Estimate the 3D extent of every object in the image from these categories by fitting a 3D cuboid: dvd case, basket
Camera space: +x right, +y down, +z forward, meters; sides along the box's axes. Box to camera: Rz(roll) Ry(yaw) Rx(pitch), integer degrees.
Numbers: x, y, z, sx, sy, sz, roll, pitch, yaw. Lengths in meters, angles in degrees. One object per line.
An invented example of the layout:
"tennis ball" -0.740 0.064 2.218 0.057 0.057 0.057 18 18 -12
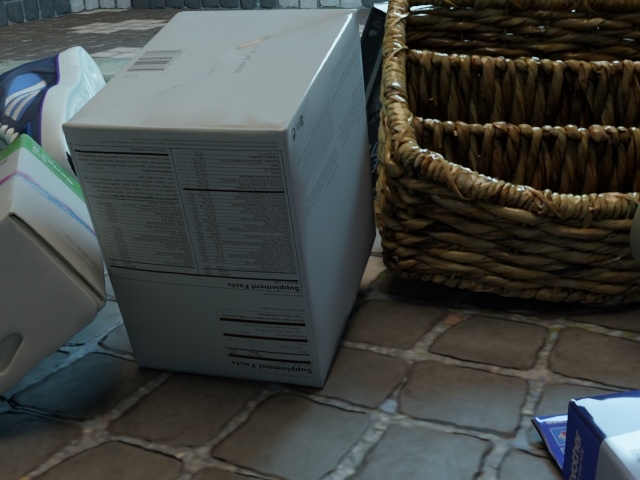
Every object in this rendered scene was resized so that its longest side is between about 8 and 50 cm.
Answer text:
"dvd case" 0.077 -0.145 0.886 0.029 0.238 0.179 35 38 23
"basket" 0.198 -0.087 0.697 0.299 0.223 0.213 4 25 0

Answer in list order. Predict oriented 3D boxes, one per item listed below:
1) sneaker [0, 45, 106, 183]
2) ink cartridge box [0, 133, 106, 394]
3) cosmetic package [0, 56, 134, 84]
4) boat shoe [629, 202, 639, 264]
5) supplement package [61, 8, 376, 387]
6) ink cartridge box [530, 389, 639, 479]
"sneaker" -0.400 -0.122 1.084 0.236 0.130 0.323 -24 39 5
"ink cartridge box" -0.242 0.024 0.595 0.154 0.093 0.212 -40 28 1
"cosmetic package" -0.376 -0.220 1.300 0.309 0.113 0.160 2 22 10
"boat shoe" 0.374 -0.024 0.607 0.302 0.113 0.103 -21 31 -21
"supplement package" -0.055 -0.038 0.608 0.149 0.203 0.194 4 36 15
"ink cartridge box" 0.239 0.137 0.373 0.186 0.065 0.311 -5 20 -7
